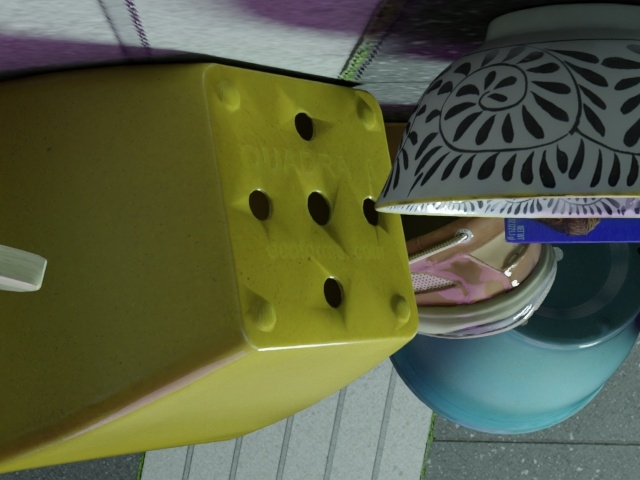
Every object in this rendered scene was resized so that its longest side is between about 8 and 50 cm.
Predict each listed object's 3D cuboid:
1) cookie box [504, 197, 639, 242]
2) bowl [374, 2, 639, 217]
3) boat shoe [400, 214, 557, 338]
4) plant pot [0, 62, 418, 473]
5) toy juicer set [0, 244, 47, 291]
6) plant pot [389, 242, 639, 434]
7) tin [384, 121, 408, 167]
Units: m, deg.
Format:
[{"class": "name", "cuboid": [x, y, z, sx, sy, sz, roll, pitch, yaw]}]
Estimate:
[{"class": "cookie box", "cuboid": [0.145, -0.044, 0.600, 0.107, 0.092, 0.040, -1, -178, 16]}, {"class": "bowl", "cuboid": [0.107, -0.051, 0.504, 0.170, 0.080, 0.170, 0, 179, 0]}, {"class": "boat shoe", "cuboid": [0.000, 0.000, 0.876, 0.324, 0.123, 0.116, -7, 135, 21]}, {"class": "plant pot", "cuboid": [-0.069, 0.005, 0.686, 0.187, 0.212, 0.212, -16, 168, 39]}, {"class": "toy juicer set", "cuboid": [-0.263, -0.057, 0.474, 0.209, 0.089, 0.329, 18, 176, -41]}, {"class": "plant pot", "cuboid": [0.207, 0.044, 1.221, 0.272, 0.271, 0.255, 0, 165, -4]}, {"class": "tin", "cuboid": [0.095, -0.066, 0.922, 0.190, 0.040, 0.106, 1, 175, -12]}]
